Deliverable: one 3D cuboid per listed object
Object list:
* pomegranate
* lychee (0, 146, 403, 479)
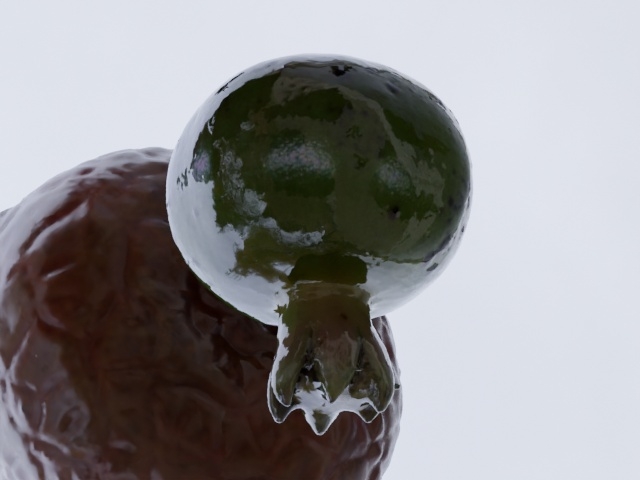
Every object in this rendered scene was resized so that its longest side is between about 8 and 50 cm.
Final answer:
[{"bbox_3d":[0.000,0.000,0.697,0.114,0.114,0.142,26,-126,-42],"label":"pomegranate"},{"bbox_3d":[-0.076,0.070,1.052,0.255,0.300,0.255,10,-114,-24],"label":"lychee"}]
